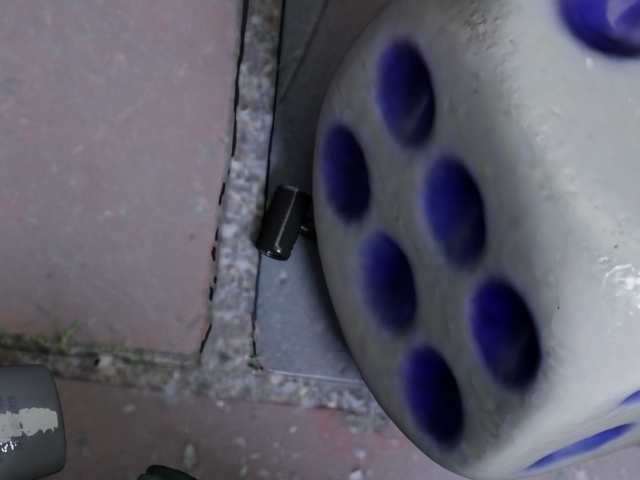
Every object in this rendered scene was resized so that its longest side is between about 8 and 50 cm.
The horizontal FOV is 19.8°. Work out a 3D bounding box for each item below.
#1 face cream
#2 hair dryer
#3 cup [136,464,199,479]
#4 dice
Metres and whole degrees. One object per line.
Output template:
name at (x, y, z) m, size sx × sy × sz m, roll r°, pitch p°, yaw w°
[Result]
face cream at (-0.255, 0.123, 1.099) m, size 0.198 × 0.057 × 0.084 m, roll -8°, pitch 84°, yaw -19°
hair dryer at (0.000, 0.000, 1.227) m, size 0.083 × 0.026 × 0.047 m, roll 26°, pitch 77°, yaw -22°
cup at (-0.079, 0.327, 0.981) m, size 0.392 × 0.310 × 0.401 m, roll -57°, pitch 135°, yaw -13°
dice at (0.188, -0.030, 1.124) m, size 0.304 × 0.304 × 0.277 m, roll -16°, pitch 76°, yaw -25°
